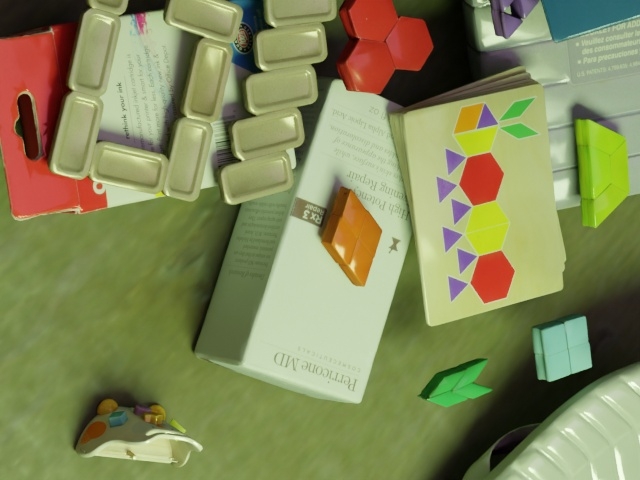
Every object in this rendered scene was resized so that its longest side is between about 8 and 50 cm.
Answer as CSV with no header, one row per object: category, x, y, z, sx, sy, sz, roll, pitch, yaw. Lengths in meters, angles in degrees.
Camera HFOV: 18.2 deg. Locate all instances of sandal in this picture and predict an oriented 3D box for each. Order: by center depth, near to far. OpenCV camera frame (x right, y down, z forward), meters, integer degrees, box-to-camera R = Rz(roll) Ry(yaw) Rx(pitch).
sandal,0.188,0.219,1.660,0.416,0.102,0.169,-32,111,-11

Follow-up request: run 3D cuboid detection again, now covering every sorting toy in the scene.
sorting toy,-0.125,0.145,1.471,0.083,0.075,0.045,10,88,-33

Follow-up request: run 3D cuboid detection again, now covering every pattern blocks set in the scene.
pattern blocks set,0.123,-0.036,1.549,0.285,0.026,0.325,-4,98,-31

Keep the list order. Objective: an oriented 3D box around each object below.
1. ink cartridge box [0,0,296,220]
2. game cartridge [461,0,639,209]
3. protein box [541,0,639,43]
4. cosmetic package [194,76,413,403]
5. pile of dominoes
ink cartridge box,-0.141,-0.096,1.445,0.231,0.078,0.134,-12,98,-31
game cartridge,0.297,-0.160,1.634,0.355,0.068,0.230,-11,107,-6
protein box,0.244,-0.271,1.470,0.201,0.136,0.200,-16,96,12
cosmetic package,0.000,0.000,1.537,0.117,0.085,0.231,20,81,-31
pile of dominoes,-0.086,-0.152,1.424,0.196,0.040,0.251,13,90,-31
